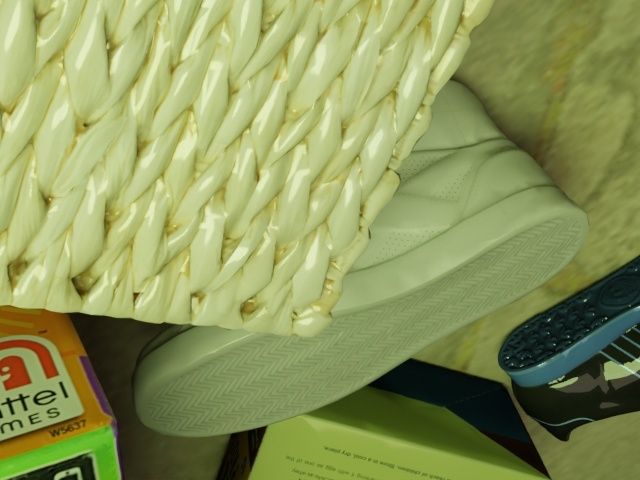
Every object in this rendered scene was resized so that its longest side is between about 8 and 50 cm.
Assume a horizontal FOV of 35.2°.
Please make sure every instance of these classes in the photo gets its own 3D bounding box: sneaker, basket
[{"bbox_3d":[0.000,0.000,0.648,0.292,0.169,0.108,-24,144,-10],"label":"sneaker"},{"bbox_3d":[-0.107,-0.174,0.460,0.266,0.331,0.328,13,114,-33],"label":"basket"},{"bbox_3d":[0.251,0.068,0.748,0.232,0.081,0.090,-28,115,15],"label":"sneaker"}]

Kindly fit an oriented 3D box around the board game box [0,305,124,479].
[{"bbox_3d":[-0.304,0.175,0.520,0.356,0.356,0.356,-15,124,-22],"label":"board game box"}]

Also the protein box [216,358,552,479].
[{"bbox_3d":[0.027,0.199,0.748,0.199,0.136,0.201,16,108,-10],"label":"protein box"}]
